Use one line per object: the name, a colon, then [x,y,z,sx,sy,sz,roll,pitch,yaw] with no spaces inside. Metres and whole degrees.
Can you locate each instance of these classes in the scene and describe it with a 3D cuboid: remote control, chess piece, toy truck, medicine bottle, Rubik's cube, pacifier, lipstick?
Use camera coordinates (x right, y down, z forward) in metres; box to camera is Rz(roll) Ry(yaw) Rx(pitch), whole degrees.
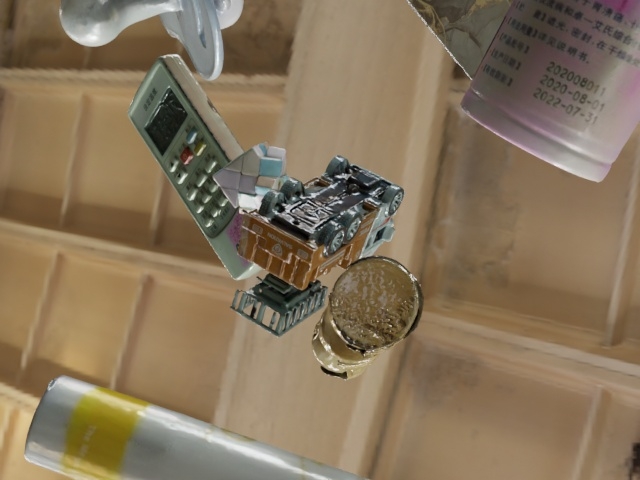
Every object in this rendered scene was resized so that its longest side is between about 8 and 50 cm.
remote control: [-0.170,-0.109,1.686,0.344,0.050,0.145,55,-46,17]
chess piece: [0.024,0.059,0.748,0.172,0.060,0.060,111,-24,-73]
toy truck: [0.001,0.000,1.034,0.080,0.178,0.115,29,-58,21]
medicine bottle: [0.248,-0.197,1.001,0.152,0.152,0.254,41,-70,42]
Rubik's cube: [-0.068,-0.065,1.256,0.084,0.075,0.073,-29,-86,30]
pacifier: [-0.236,-0.335,1.493,0.299,0.233,0.244,51,-20,44]
lipstick: [-0.040,0.147,0.661,0.264,0.059,0.059,19,-84,6]

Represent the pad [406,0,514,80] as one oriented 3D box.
pad: [0.223,-0.324,1.354,0.247,0.367,0.007,-51,-144,-7]
